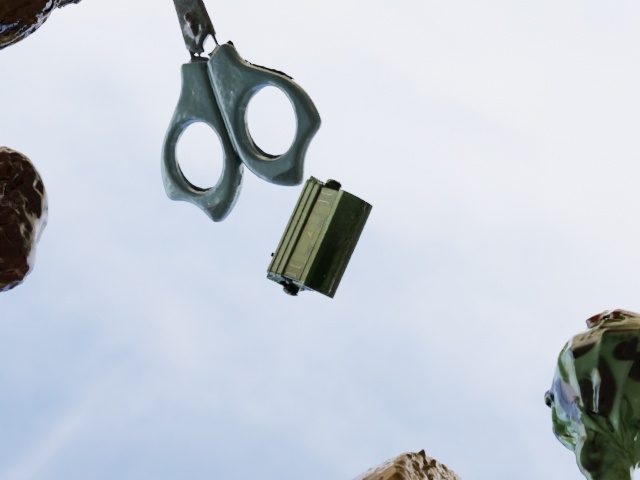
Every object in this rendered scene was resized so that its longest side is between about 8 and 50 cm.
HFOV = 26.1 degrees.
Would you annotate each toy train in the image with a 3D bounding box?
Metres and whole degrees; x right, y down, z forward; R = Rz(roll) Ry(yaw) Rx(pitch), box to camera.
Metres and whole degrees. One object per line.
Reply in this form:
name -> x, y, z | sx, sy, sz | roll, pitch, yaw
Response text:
toy train -> 0.000, 0.000, 1.020 | 0.038, 0.093, 0.056 | 28, 174, -39

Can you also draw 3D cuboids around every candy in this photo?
candy -> 0.147, 0.169, 0.741 | 0.083, 0.091, 0.306 | 25, -125, -10

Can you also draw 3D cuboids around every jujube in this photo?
jujube -> -0.243, -0.014, 1.050 | 0.077, 0.077, 0.129 | 6, -141, -18

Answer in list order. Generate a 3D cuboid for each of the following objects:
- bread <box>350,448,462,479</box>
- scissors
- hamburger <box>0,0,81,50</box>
bread -> 0.071, 0.277, 1.260 | 0.139, 0.143, 0.229 | 49, -167, -17
scissors -> -0.117, -0.201, 1.377 | 0.029, 0.191, 0.360 | 3, -114, -57
hamburger -> -0.266, -0.230, 0.941 | 0.230, 0.231, 0.107 | 1, 180, -25
